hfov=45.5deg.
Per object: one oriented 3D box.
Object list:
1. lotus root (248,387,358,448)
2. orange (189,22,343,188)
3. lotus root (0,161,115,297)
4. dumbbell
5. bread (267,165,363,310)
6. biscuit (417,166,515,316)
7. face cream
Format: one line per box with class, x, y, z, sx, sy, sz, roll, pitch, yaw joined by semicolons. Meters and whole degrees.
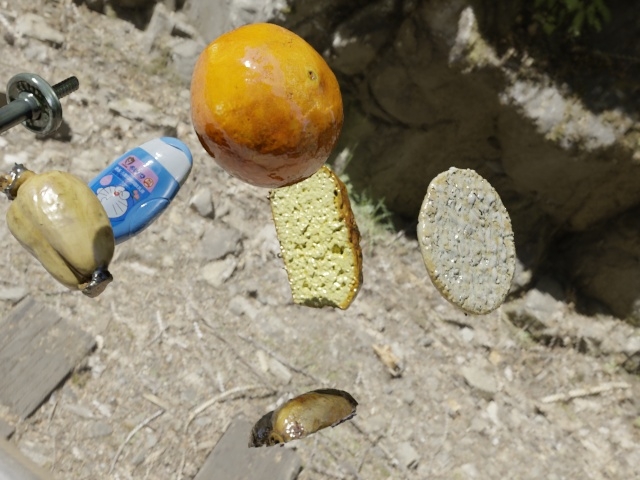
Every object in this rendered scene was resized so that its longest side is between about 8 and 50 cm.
lotus root;-0.023;0.343;1.561;0.329;0.167;0.078;-4;83;-66
orange;-0.090;-0.231;1.312;0.283;0.226;0.284;24;56;-42
lotus root;-0.424;-0.019;1.254;0.257;0.154;0.140;52;35;13
dumbbell;-0.367;-0.134;0.867;0.081;0.082;0.254;37;43;4
bread;0.000;0.000;1.830;0.179;0.194;0.340;-16;93;-83
biscuit;0.147;0.001;0.759;0.152;0.020;0.152;10;74;-39
face cream;-0.361;-0.103;1.509;0.149;0.083;0.264;41;72;10
